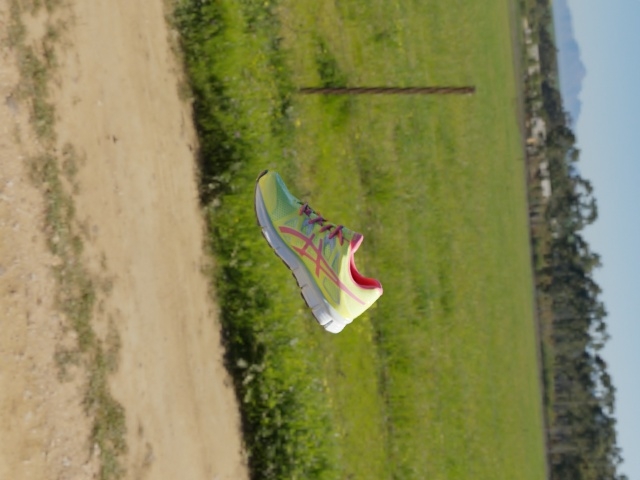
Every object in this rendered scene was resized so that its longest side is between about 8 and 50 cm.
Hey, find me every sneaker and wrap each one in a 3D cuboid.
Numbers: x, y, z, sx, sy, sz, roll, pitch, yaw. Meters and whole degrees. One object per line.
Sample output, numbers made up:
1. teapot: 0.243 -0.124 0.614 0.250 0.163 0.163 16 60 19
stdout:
1. sneaker: 0.000 0.000 0.919 0.208 0.094 0.081 57 18 -11
